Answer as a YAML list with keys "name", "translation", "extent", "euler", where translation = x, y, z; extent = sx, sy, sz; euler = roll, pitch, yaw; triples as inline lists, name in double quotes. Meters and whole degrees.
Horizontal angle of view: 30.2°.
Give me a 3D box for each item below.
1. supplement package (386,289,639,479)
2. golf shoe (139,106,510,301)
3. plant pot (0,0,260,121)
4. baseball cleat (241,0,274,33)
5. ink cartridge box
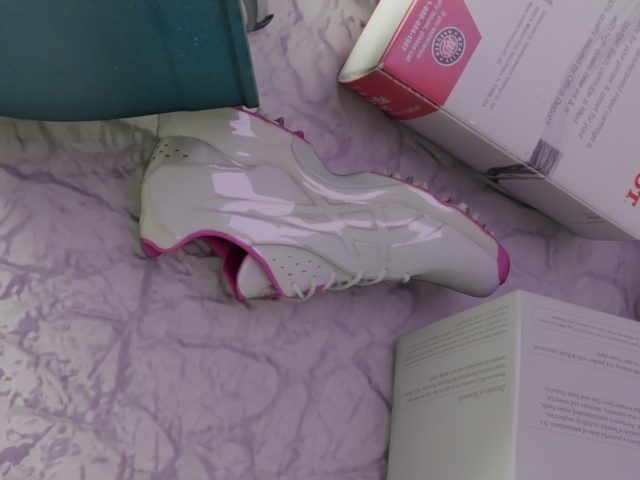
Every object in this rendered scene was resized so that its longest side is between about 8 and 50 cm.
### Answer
- name: "supplement package"
  translation: [0.161, 0.211, 0.889]
  extent: [0.178, 0.175, 0.292]
  euler: [16, 67, -24]
- name: "golf shoe"
  translation: [0.000, 0.000, 0.927]
  extent: [0.306, 0.115, 0.140]
  euler: [22, 75, -12]
- name: "plant pot"
  translation: [-0.191, -0.196, 0.788]
  extent: [0.255, 0.271, 0.271]
  euler: [-12, 79, -2]
- name: "baseball cleat"
  translation: [-0.110, -0.257, 0.976]
  extent: [0.109, 0.072, 0.205]
  euler: [-30, 93, -45]
- name: "ink cartridge box"
  translation: [0.191, -0.152, 1.027]
  extent: [0.283, 0.117, 0.207]
  euler: [31, 82, -16]
